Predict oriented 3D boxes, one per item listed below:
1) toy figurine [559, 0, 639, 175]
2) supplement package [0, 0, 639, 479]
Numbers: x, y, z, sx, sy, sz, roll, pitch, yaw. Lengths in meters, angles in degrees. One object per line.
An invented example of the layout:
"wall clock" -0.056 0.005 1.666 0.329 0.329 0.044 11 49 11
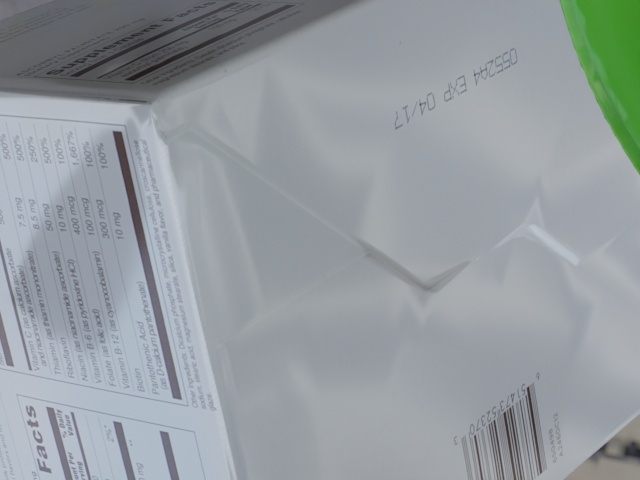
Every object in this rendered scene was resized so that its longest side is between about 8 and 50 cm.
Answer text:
"toy figurine" 0.153 -0.091 0.440 0.130 0.159 0.173 50 161 39
"supplement package" 0.000 0.000 0.676 0.145 0.262 0.204 7 117 40
